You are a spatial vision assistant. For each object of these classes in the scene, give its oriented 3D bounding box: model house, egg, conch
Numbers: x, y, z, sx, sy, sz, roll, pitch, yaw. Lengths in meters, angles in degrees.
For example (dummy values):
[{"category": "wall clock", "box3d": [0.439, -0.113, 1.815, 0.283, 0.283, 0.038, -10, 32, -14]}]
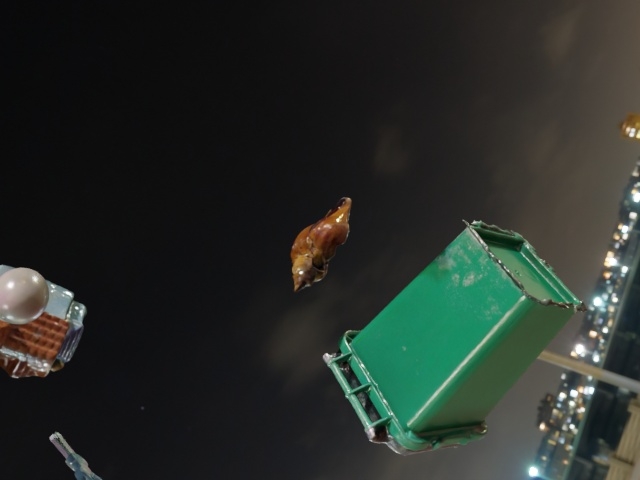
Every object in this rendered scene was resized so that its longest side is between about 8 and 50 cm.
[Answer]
[{"category": "model house", "box3d": [-0.724, 0.235, 1.480, 0.295, 0.329, 0.251, 27, -87, -22]}, {"category": "egg", "box3d": [-0.592, 0.108, 1.258, 0.103, 0.135, 0.103, -8, -62, -15]}, {"category": "conch", "box3d": [-0.002, -0.001, 1.173, 0.080, 0.086, 0.232, 39, -113, -32]}]

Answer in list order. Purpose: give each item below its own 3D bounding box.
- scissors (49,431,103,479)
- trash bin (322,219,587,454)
[{"category": "scissors", "box3d": [-0.632, 0.580, 1.653, 0.030, 0.256, 0.125, -50, -35, -16]}, {"category": "trash bin", "box3d": [0.226, 0.168, 1.111, 0.295, 0.259, 0.381, 10, -55, -42]}]
